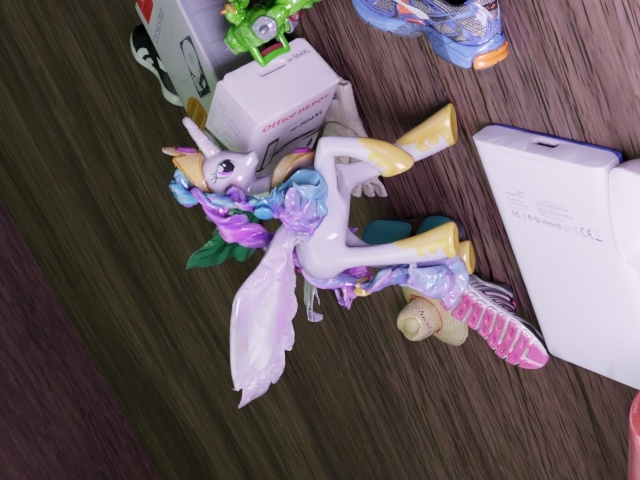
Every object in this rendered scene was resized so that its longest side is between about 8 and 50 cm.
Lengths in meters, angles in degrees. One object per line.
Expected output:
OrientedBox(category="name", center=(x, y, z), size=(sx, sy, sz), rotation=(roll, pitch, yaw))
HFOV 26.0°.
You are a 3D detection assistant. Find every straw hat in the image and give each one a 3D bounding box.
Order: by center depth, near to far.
OrientedBox(category="straw hat", center=(0.143, 0.113, 1.999), size=(0.144, 0.061, 0.144), rotation=(42, 155, 25))

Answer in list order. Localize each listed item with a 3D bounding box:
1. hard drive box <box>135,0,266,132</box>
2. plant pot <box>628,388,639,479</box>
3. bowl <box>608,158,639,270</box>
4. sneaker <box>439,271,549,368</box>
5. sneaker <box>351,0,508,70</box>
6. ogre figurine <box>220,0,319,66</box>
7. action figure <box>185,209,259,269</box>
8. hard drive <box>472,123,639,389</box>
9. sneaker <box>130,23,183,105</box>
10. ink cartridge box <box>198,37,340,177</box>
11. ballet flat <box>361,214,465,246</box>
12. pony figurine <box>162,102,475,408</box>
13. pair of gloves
OrientedBox(category="hard drive box", center=(-0.164, -0.285, 1.926), size=(0.232, 0.089, 0.181), rotation=(63, 160, 14))
OrientedBox(category="plant pot", center=(0.436, 0.281, 1.450), size=(0.272, 0.272, 0.265), rotation=(26, 137, 48))
OrientedBox(category="bowl", center=(0.363, -0.016, 1.398), size=(0.142, 0.053, 0.142), rotation=(32, 148, 42))
OrientedBox(category="sneaker", center=(0.235, 0.096, 1.789), size=(0.170, 0.075, 0.063), rotation=(38, 133, 22))
OrientedBox(category="sneaker", center=(0.119, -0.265, 1.505), size=(0.221, 0.083, 0.087), rotation=(30, 135, 34))
OrientedBox(category="ogre figurine", center=(-0.058, -0.286, 1.730), size=(0.197, 0.118, 0.097), rotation=(20, 150, 53))
OrientedBox(category="action figure", center=(-0.145, -0.032, 2.310), size=(0.063, 0.137, 0.232), rotation=(60, 151, 17))
OrientedBox(category="hard drive", center=(0.301, 0.024, 1.592), size=(0.210, 0.040, 0.319), rotation=(21, 141, 53))
OrientedBox(category="sneaker", center=(-0.224, -0.308, 2.113), size=(0.217, 0.079, 0.121), rotation=(52, 137, 44))
OrientedBox(category="ink cartridge box", center=(-0.074, -0.154, 1.835), size=(0.086, 0.148, 0.203), rotation=(49, 151, 15))
OrientedBox(category="ballet flat", center=(0.140, 0.005, 1.857), size=(0.203, 0.074, 0.074), rotation=(4, 127, 54))
OrientedBox(category="pony figurine", center=(0.000, 0.000, 1.724), size=(0.363, 0.303, 0.351), rotation=(-3, 116, 17))
OrientedBox(category="pair of gloves", center=(-0.011, -0.160, 1.934), size=(0.240, 0.042, 0.204), rotation=(19, 135, 46))
